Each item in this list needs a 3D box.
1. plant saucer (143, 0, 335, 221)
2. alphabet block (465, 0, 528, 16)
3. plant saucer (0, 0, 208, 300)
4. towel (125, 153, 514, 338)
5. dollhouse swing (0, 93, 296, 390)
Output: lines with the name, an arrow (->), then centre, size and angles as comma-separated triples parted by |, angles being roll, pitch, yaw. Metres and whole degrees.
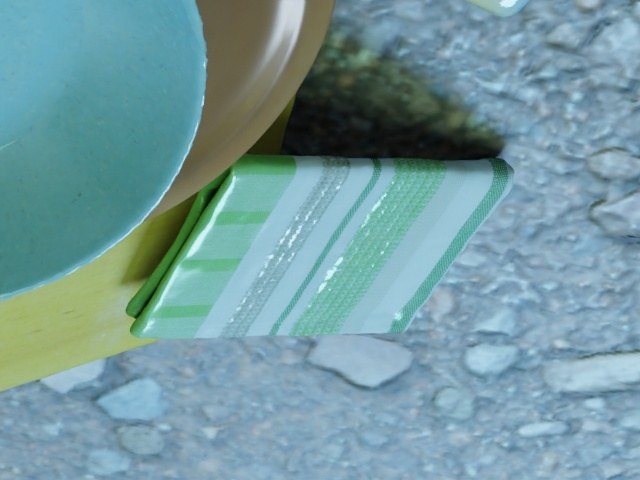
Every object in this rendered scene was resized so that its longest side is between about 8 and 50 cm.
plant saucer -> -0.066, -0.069, 0.667 | 0.200, 0.037, 0.200 | -30, 150, -20
alphabet block -> 0.008, -0.214, 0.543 | 0.197, 0.193, 0.192 | 20, 130, -17
plant saucer -> -0.131, -0.058, 0.564 | 0.195, 0.037, 0.195 | -3, 133, -3
towel -> 0.000, 0.000, 0.829 | 0.152, 0.023, 0.113 | 1, 137, -36
dollhouse swing -> -0.217, -0.094, 0.753 | 0.315, 0.305, 0.347 | 38, 138, 22
